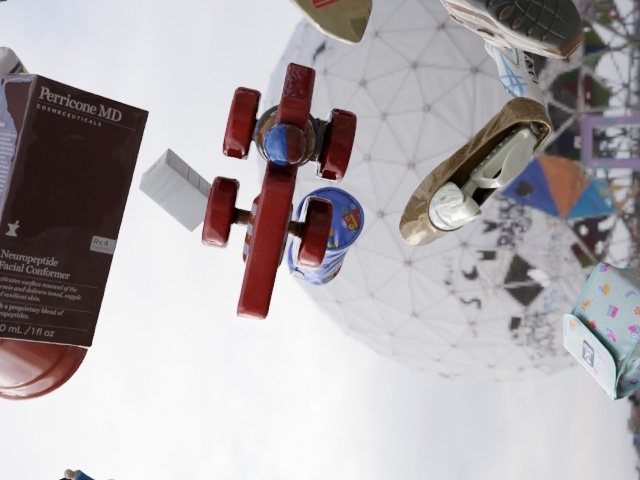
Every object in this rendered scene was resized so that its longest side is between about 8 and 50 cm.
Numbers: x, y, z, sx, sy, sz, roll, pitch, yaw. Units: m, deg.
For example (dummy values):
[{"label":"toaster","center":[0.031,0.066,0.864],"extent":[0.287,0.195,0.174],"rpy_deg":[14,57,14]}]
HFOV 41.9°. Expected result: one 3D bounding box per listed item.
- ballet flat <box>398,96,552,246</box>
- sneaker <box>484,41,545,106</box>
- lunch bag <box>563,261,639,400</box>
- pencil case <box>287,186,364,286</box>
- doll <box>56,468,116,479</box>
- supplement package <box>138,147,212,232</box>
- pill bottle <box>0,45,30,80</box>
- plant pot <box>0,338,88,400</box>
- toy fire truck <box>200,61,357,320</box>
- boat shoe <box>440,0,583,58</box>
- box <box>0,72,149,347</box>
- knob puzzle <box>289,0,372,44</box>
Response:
[{"label":"ballet flat","center":[0.278,-0.108,1.472],"extent":[0.116,0.342,0.124],"rpy_deg":[43,-172,-25]},{"label":"sneaker","center":[0.423,-0.368,1.777],"extent":[0.085,0.086,0.237],"rpy_deg":[16,-136,-41]},{"label":"lunch bag","center":[0.705,0.218,1.991],"extent":[0.160,0.223,0.262],"rpy_deg":[15,-66,-32]},{"label":"pencil case","center":[0.000,0.000,1.591],"extent":[0.133,0.119,0.306],"rpy_deg":[-40,-8,-15]},{"label":"doll","center":[-0.404,0.400,1.296],"extent":[0.046,0.189,0.129],"rpy_deg":[-117,33,-41]},{"label":"supplement package","center":[-0.356,-0.128,2.126],"extent":[0.179,0.105,0.105],"rpy_deg":[42,-165,-22]},{"label":"pill bottle","center":[-0.633,-0.220,1.754],"extent":[0.334,0.188,0.188],"rpy_deg":[61,-146,-34]},{"label":"plant pot","center":[-0.619,0.156,1.623],"extent":[0.265,0.273,0.272],"rpy_deg":[77,-161,-71]},{"label":"toy fire truck","center":[-0.052,-0.071,1.057],"extent":[0.254,0.170,0.302],"rpy_deg":[-108,32,-77]},{"label":"boat shoe","center":[0.338,-0.411,1.510],"extent":[0.122,0.324,0.120],"rpy_deg":[-41,-37,-6]},{"label":"box","center":[-0.409,-0.041,1.258],"extent":[0.191,0.143,0.381],"rpy_deg":[13,-91,-42]},{"label":"knob puzzle","center":[0.009,-0.382,1.250],"extent":[0.213,0.030,0.213],"rpy_deg":[12,-107,-42]}]
